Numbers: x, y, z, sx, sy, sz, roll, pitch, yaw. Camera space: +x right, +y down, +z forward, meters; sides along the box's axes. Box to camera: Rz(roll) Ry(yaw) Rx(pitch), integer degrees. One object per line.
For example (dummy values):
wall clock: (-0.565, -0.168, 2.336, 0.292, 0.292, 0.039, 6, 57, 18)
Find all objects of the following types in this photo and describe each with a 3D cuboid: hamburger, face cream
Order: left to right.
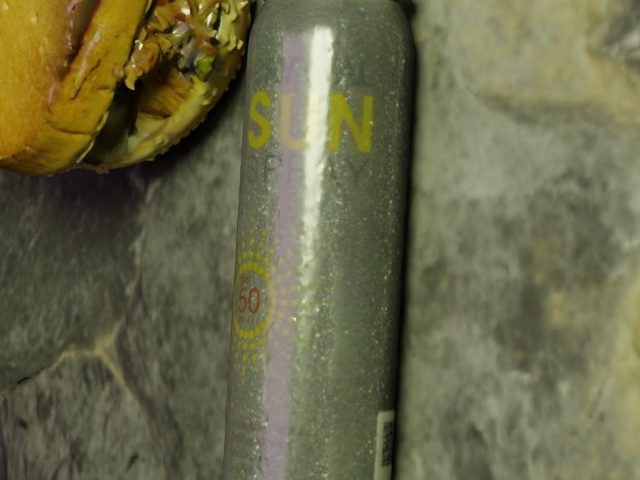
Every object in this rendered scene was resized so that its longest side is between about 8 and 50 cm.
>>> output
hamburger: (-0.122, -0.115, 0.856, 0.191, 0.118, 0.182, -44, 52, 33)
face cream: (0.000, 0.000, 0.738, 0.073, 0.073, 0.283, 2, 87, 49)
